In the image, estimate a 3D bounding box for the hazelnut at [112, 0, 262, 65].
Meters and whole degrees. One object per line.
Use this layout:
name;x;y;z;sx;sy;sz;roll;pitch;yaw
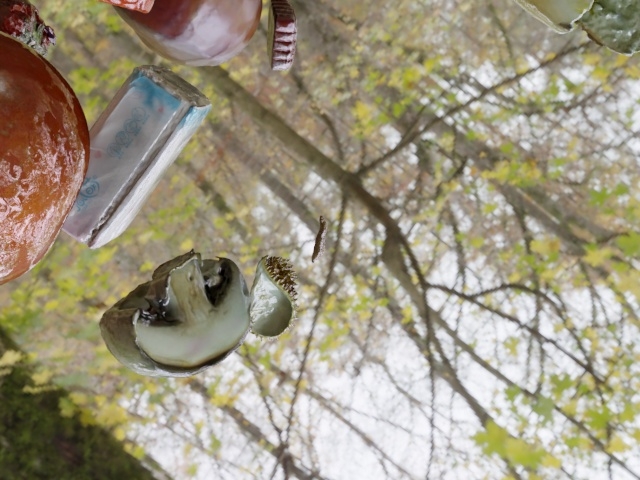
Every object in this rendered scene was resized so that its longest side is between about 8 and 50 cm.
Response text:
hazelnut;-0.282;-0.549;1.948;0.359;0.359;0.409;-51;-169;8

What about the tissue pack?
tissue pack;-0.291;-0.132;1.356;0.271;0.124;0.201;-54;-177;9

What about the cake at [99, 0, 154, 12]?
cake;-0.345;-0.482;1.168;0.319;0.270;0.270;40;-64;43

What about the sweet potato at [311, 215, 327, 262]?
sweet potato;0.000;0.000;1.896;0.026;0.026;0.115;-78;-179;-64

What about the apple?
apple;-0.462;-0.099;1.106;0.348;0.277;0.349;-20;-120;38

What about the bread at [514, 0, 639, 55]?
bread;0.386;-0.428;1.329;0.160;0.333;0.333;-54;-172;37

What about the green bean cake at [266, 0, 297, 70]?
green bean cake;-0.088;-0.468;2.013;0.136;0.056;0.135;-104;-161;-51

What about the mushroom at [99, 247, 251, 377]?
mushroom;-0.258;0.143;1.550;0.164;0.190;0.267;-16;-157;42

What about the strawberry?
strawberry;-0.734;-0.429;1.965;0.274;0.220;0.274;19;90;-79

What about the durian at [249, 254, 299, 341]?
durian;-0.123;0.141;2.270;0.144;0.139;0.252;-95;-156;-49
